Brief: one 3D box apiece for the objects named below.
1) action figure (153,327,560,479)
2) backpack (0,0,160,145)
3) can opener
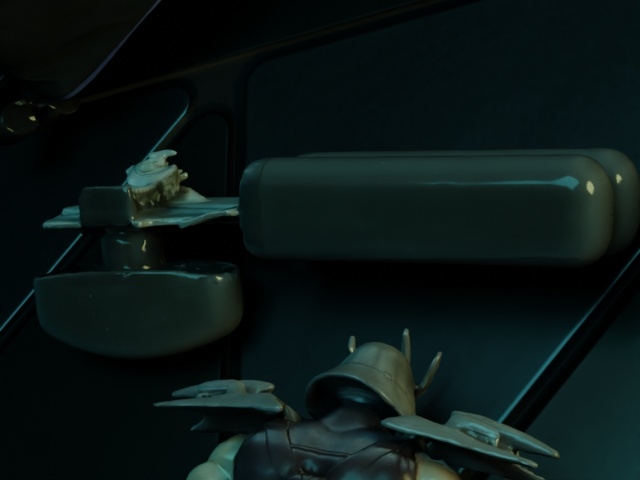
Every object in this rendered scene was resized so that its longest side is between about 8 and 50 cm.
[{"bbox_3d":[-0.009,0.159,0.569,0.185,0.099,0.285,-1,60,36],"label":"action figure"},{"bbox_3d":[-0.157,-0.237,0.802,0.276,0.213,0.263,-44,42,4],"label":"backpack"},{"bbox_3d":[0.000,0.000,0.675,0.280,0.074,0.093,-4,97,28],"label":"can opener"}]
